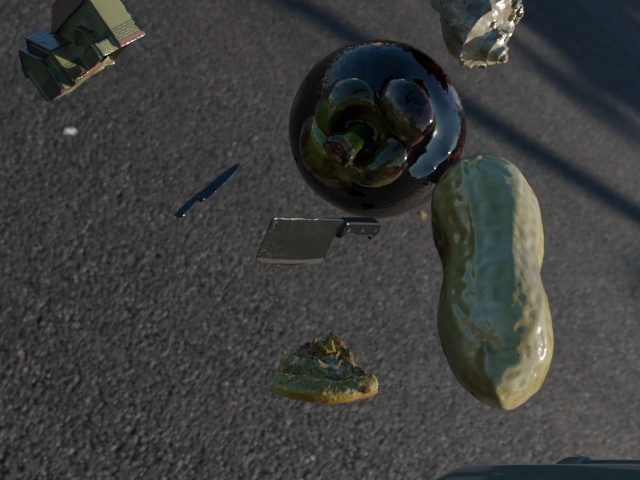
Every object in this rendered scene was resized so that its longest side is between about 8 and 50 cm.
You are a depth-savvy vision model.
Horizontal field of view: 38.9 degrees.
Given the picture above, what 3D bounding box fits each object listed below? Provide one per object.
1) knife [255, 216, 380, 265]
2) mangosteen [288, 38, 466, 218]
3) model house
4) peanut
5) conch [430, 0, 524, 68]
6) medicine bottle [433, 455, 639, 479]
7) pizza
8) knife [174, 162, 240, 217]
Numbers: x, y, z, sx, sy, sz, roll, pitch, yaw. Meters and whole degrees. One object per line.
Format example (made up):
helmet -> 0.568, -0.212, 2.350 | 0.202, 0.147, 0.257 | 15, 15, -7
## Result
knife -> 0.000, 0.000, 1.187 | 0.019, 0.072, 0.245 | 35, 21, 30
mangosteen -> 0.099, -0.187, 1.462 | 0.297, 0.313, 0.296 | 4, 74, -15
model house -> -0.171, -0.143, 0.628 | 0.057, 0.083, 0.058 | -42, 103, -38
peanut -> 0.164, 0.038, 0.876 | 0.125, 0.111, 0.274 | 57, 30, -48
conch -> 0.246, -0.383, 1.508 | 0.163, 0.178, 0.245 | -29, 69, -12
medicine bottle -> 0.111, 0.228, 0.472 | 0.282, 0.375, 0.123 | -41, 93, -25
pizza -> 0.012, 0.217, 1.559 | 0.182, 0.062, 0.161 | 10, 35, 0
knife -> -0.227, -0.102, 1.840 | 0.023, 0.170, 0.010 | 49, -8, -2
